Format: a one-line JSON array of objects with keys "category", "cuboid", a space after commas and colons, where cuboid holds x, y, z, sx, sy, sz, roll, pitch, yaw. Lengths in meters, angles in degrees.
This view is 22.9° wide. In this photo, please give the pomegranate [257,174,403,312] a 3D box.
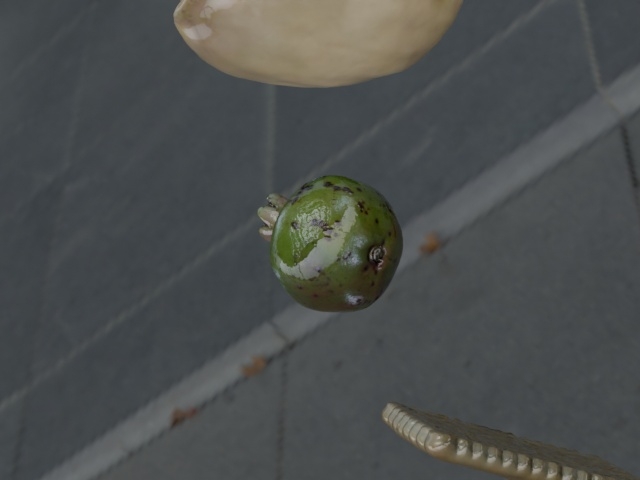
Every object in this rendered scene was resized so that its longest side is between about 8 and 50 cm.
[{"category": "pomegranate", "cuboid": [0.000, 0.000, 1.296, 0.142, 0.114, 0.114, 20, 74, 47]}]

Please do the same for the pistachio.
[{"category": "pistachio", "cuboid": [-0.001, -0.266, 1.586, 0.230, 0.309, 0.230, -178, 90, -68]}]

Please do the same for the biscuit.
[{"category": "biscuit", "cuboid": [0.246, 0.270, 1.947, 0.217, 0.325, 0.044, -156, 82, -73]}]
